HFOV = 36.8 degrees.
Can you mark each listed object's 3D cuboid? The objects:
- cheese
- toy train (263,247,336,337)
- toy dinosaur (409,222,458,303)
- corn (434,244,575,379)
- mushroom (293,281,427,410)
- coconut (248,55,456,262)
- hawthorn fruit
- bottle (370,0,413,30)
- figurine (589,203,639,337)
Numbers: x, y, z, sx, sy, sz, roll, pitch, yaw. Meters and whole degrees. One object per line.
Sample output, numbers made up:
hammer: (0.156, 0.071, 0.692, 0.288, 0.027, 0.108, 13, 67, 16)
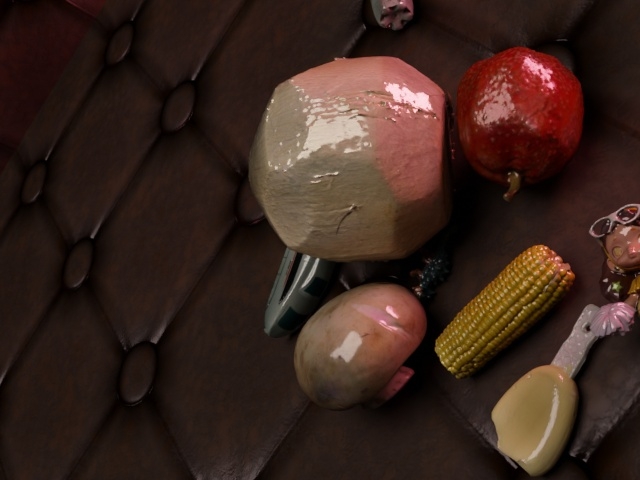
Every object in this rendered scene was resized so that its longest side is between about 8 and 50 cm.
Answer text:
cheese: (0.336, 0.207, 1.384, 0.127, 0.050, 0.255, 31, 92, 52)
toy train: (0.000, 0.000, 1.831, 0.088, 0.086, 0.407, 13, 80, 43)
toy dinosaur: (0.192, 0.040, 1.625, 0.055, 0.049, 0.154, 34, 101, 53)
corn: (0.277, 0.110, 1.465, 0.244, 0.093, 0.093, -48, 42, 20)
mushroom: (0.073, 0.171, 1.582, 0.255, 0.255, 0.184, -41, 89, 25)
coconut: (0.042, -0.138, 1.618, 0.360, 0.346, 0.346, -1, 66, 15)
hawthorn fruit: (0.307, -0.172, 1.504, 0.205, 0.205, 0.253, -7, 67, 45)
bottle: (0.132, -0.544, 1.974, 0.083, 0.083, 0.269, -35, 47, 30)
figurine: (0.449, 0.064, 1.286, 0.175, 0.116, 0.240, -35, 54, 33)
